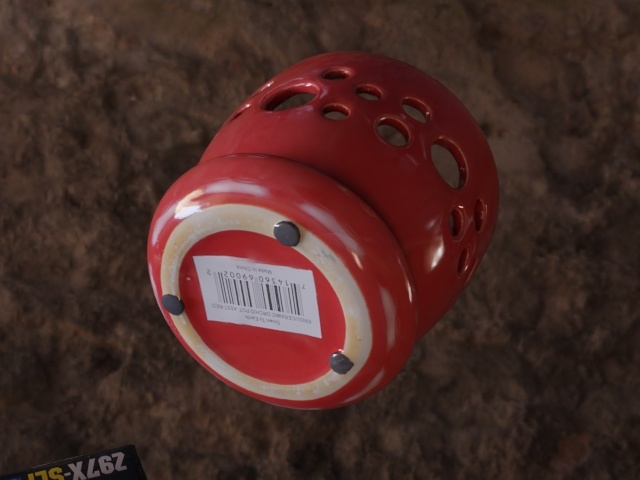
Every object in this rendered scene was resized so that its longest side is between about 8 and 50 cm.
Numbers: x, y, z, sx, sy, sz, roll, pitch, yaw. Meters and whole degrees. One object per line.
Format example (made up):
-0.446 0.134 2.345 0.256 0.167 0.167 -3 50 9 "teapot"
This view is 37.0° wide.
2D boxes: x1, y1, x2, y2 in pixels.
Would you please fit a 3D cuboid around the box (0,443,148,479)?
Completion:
-0.285 0.344 0.884 0.257 0.322 0.079 -11 -139 -23 "box"

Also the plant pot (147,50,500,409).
0.000 0.000 0.598 0.191 0.191 0.174 20 -141 14 "plant pot"
